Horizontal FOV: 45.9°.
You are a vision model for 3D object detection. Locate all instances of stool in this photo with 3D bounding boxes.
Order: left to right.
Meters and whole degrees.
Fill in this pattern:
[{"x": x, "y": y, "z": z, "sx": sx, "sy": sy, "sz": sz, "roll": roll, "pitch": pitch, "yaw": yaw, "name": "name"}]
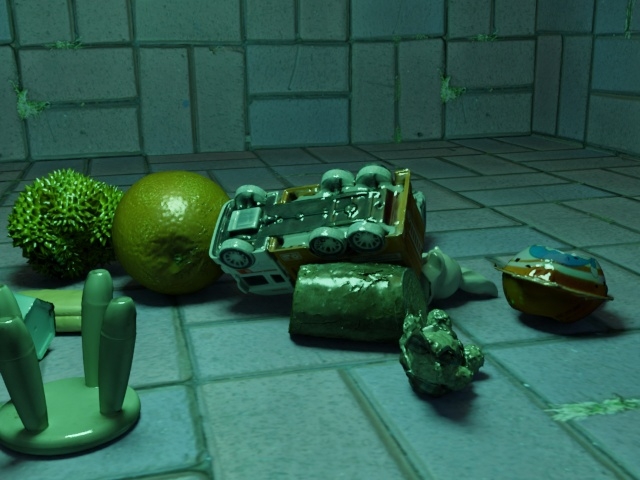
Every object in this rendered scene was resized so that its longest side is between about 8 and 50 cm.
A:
[{"x": -0.355, "y": 0.161, "z": 1.038, "sx": 0.195, "sy": 0.198, "sz": 0.195, "roll": -9, "pitch": 15, "yaw": -26, "name": "stool"}]

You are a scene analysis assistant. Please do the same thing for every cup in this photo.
[{"x": -0.578, "y": 0.140, "z": 1.282, "sx": 0.236, "sy": 0.134, "sz": 0.148, "roll": 5, "pitch": 19, "yaw": 9, "name": "cup"}]

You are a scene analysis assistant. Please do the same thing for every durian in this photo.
[{"x": -0.556, "y": -0.038, "z": 1.685, "sx": 0.291, "sy": 0.291, "sz": 0.224, "roll": -13, "pitch": 55, "yaw": -38, "name": "durian"}]

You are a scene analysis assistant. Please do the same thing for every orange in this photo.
[{"x": -0.298, "y": -0.016, "z": 1.573, "sx": 0.274, "sy": 0.274, "sz": 0.274, "roll": -1, "pitch": 15, "yaw": 0, "name": "orange"}]

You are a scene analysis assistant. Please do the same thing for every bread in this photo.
[{"x": -0.506, "y": 0.130, "z": 1.424, "sx": 0.178, "sy": 0.060, "sz": 0.139, "roll": -2, "pitch": 15, "yaw": -2, "name": "bread"}]

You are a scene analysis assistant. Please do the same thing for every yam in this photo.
[{"x": 0.063, "y": 0.107, "z": 1.322, "sx": 0.255, "sy": 0.153, "sz": 0.154, "roll": 4, "pitch": 16, "yaw": 9, "name": "yam"}]

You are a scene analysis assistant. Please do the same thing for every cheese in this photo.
[{"x": 0.448, "y": 0.083, "z": 1.420, "sx": 0.217, "sy": 0.129, "sz": 0.329, "roll": 17, "pitch": 4, "yaw": 35, "name": "cheese"}]

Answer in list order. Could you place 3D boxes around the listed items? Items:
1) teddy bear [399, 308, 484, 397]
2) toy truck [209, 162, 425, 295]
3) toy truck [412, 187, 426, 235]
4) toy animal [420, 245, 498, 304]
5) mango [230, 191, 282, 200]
[{"x": 0.160, "y": 0.173, "z": 1.115, "sx": 0.133, "sy": 0.111, "sz": 0.213, "roll": 46, "pitch": 12, "yaw": 17, "name": "teddy bear"}, {"x": 0.000, "y": 0.000, "z": 1.442, "sx": 0.388, "sy": 0.207, "sz": 0.173, "roll": -7, "pitch": 49, "yaw": 22, "name": "toy truck"}, {"x": 0.080, "y": -0.043, "z": 1.886, "sx": 0.368, "sy": 0.146, "sz": 0.175, "roll": -2, "pitch": 22, "yaw": 7, "name": "toy truck"}, {"x": 0.254, "y": 0.063, "z": 1.513, "sx": 0.221, "sy": 0.130, "sz": 0.104, "roll": -9, "pitch": 3, "yaw": -37, "name": "toy animal"}, {"x": -0.190, "y": -0.064, "z": 2.017, "sx": 0.221, "sy": 0.120, "sz": 0.151, "roll": -6, "pitch": 15, "yaw": 11, "name": "mango"}]
